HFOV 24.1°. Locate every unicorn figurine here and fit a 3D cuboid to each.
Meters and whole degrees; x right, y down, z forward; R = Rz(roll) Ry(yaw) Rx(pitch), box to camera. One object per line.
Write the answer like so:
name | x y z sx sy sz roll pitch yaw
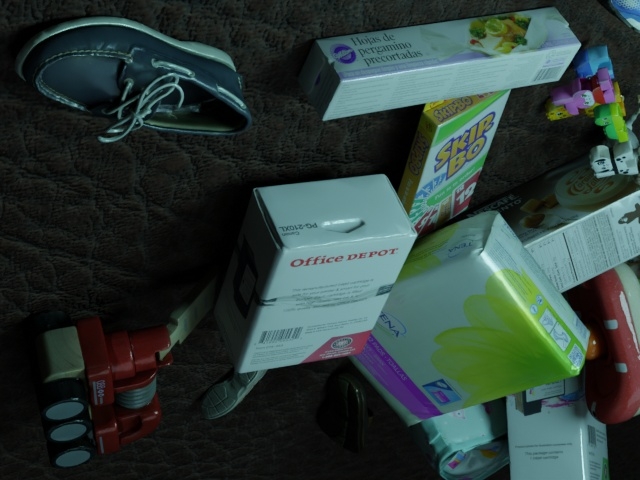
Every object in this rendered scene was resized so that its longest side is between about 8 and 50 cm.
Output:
unicorn figurine | 0.399 -0.134 1.949 0.060 0.162 0.111 6 133 -5

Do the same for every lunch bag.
lunch bag | 0.190 0.243 2.267 0.160 0.223 0.262 -34 156 13

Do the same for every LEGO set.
LEGO set | 0.318 -0.160 1.823 0.093 0.087 0.227 -11 150 16

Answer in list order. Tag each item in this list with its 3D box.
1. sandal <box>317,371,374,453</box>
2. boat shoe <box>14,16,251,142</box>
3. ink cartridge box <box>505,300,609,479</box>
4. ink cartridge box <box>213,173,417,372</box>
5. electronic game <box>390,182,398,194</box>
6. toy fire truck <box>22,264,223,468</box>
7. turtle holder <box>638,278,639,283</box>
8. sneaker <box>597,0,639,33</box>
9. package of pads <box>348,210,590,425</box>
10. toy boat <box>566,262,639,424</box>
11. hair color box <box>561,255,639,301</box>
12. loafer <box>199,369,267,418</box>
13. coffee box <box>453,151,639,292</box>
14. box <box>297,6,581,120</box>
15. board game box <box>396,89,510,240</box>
sandal | 0.047 0.263 2.352 0.060 0.090 0.219 -40 154 -28
boat shoe | -0.166 -0.140 1.392 0.095 0.079 0.254 -43 151 26
ink cartridge box | 0.346 0.242 2.203 0.117 0.278 0.201 -6 167 19
ink cartridge box | -0.011 0.039 1.754 0.172 0.100 0.237 -7 144 -24
electronic game | 0.000 0.000 1.844 0.229 0.048 0.229 -23 154 -12
toy fire truck | -0.223 0.145 1.806 0.246 0.158 0.217 -11 150 -11
turtle holder | 0.602 0.072 2.100 0.227 0.243 0.320 -41 148 -14
sneaker | 0.436 -0.332 1.626 0.330 0.130 0.147 -24 140 -16
package of pads | 0.164 0.102 1.922 0.296 0.229 0.101 -23 -155 38
toy boat | 0.362 0.140 2.035 0.151 0.231 0.151 -17 -174 -11
hair color box | 0.491 -0.054 2.158 0.374 0.113 0.185 -39 152 22
loafer | -0.118 0.209 2.113 0.125 0.045 0.039 -44 157 24
coffee box | 0.323 -0.018 1.996 0.246 0.141 0.098 -25 120 -6
box | 0.133 -0.193 1.610 0.324 0.063 0.067 -13 148 -29
board game box | 0.152 -0.100 1.791 0.124 0.039 0.259 -31 151 -29
